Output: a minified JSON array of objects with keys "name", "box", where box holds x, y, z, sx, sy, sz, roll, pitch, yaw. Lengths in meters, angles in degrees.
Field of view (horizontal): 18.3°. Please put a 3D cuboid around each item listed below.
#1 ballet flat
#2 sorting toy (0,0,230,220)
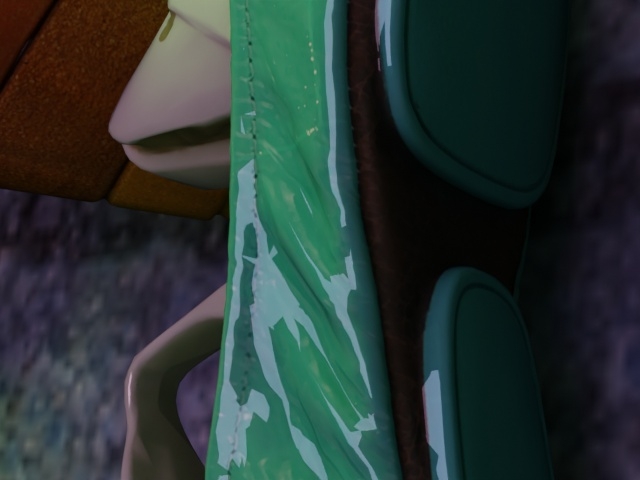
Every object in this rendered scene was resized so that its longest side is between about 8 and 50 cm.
[{"name":"ballet flat","box":[0.000,0.000,0.362,0.087,0.083,0.247,-8,72,26]},{"name":"sorting toy","box":[-0.118,0.054,0.468,0.365,0.126,0.127,-57,5,21]}]
